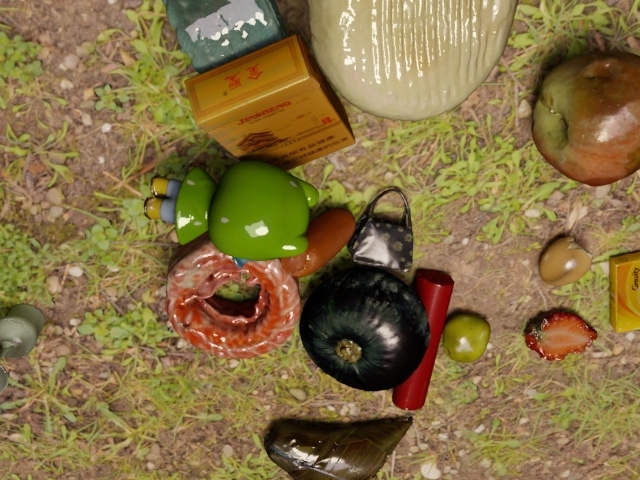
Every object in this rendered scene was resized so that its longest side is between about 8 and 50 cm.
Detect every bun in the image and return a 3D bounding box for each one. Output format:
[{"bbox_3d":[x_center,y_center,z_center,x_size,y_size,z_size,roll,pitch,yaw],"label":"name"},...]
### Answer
[{"bbox_3d":[0.127,-0.363,1.128,0.361,0.213,0.360,-9,120,-16],"label":"bun"}]

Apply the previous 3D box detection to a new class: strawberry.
[{"bbox_3d":[0.456,0.180,1.486,0.152,0.048,0.103,11,107,-23],"label":"strawberry"}]

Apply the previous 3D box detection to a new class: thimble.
[{"bbox_3d":[-0.149,0.079,1.337,0.239,0.162,0.239,-2,115,-4],"label":"thimble"},{"bbox_3d":[-0.142,-0.346,1.132,0.143,0.235,0.198,-20,158,7],"label":"thimble"}]

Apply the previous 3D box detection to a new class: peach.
[{"bbox_3d":[0.462,-0.204,1.226,0.236,0.214,0.214,-20,116,-16],"label":"peach"}]

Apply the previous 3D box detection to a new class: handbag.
[{"bbox_3d":[0.116,-0.023,1.367,0.115,0.072,0.139,12,99,-11],"label":"handbag"}]

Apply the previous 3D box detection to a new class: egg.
[{"bbox_3d":[0.440,0.042,1.402,0.080,0.080,0.096,33,104,-17],"label":"egg"}]

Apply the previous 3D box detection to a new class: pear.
[{"bbox_3d":[0.274,0.181,1.456,0.097,0.092,0.092,-20,115,-13],"label":"pear"}]

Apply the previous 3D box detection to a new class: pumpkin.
[{"bbox_3d":[0.076,0.158,1.368,0.233,0.163,0.233,11,123,17],"label":"pumpkin"}]

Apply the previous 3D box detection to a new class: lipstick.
[{"bbox_3d":[0.190,0.191,1.460,0.073,0.073,0.279,7,113,-7],"label":"lipstick"}]

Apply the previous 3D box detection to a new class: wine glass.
[{"bbox_3d":[-0.541,0.183,1.341,0.079,0.195,0.079,0,112,0],"label":"wine glass"}]

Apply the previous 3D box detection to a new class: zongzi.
[{"bbox_3d":[0.035,0.387,1.522,0.221,0.112,0.242,38,99,-17],"label":"zongzi"}]

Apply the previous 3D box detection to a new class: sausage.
[{"bbox_3d":[0.000,0.000,1.301,0.076,0.197,0.076,12,118,23],"label":"sausage"}]

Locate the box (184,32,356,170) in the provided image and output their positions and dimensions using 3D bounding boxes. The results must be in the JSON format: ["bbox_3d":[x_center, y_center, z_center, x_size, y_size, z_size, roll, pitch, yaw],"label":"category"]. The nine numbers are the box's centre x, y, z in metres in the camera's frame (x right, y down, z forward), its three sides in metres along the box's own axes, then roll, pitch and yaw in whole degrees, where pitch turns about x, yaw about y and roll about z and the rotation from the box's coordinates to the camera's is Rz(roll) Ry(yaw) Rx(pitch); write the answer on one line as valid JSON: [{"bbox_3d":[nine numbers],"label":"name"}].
[{"bbox_3d":[-0.064,-0.189,1.166,0.174,0.274,0.076,-22,73,10],"label":"box"}]

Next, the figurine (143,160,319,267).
[{"bbox_3d":[-0.138,-0.047,1.189,0.264,0.162,0.143,9,155,11],"label":"figurine"}]

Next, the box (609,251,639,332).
[{"bbox_3d":[0.679,0.079,1.453,0.270,0.043,0.152,-10,114,0],"label":"box"}]
